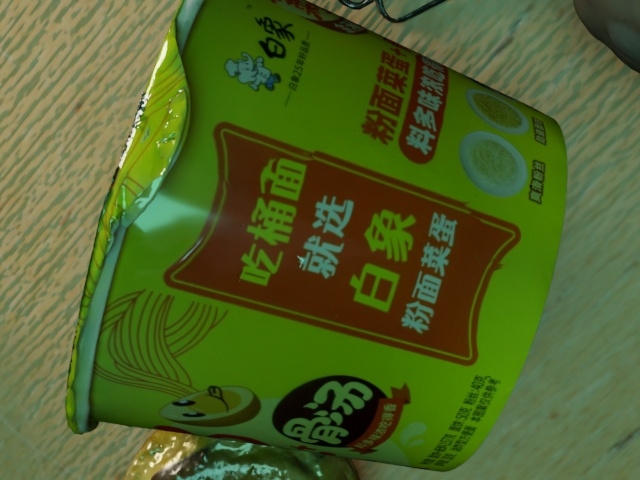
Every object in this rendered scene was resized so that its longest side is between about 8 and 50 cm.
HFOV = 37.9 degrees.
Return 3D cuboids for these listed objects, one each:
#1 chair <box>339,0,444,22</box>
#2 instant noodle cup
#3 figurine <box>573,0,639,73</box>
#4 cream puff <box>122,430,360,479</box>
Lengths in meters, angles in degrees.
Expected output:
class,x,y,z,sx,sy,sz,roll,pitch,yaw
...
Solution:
class,x,y,z,sx,sy,sz,roll,pitch,yaw
chair,0.049,-0.267,0.577,0.145,0.140,0.221,-23,93,17
instant noodle cup,0.000,0.000,0.569,0.222,0.311,0.311,16,104,-5
figurine,0.247,-0.246,0.516,0.203,0.248,0.380,1,92,23
cream puff,-0.058,0.203,0.694,0.189,0.129,0.189,0,98,0
